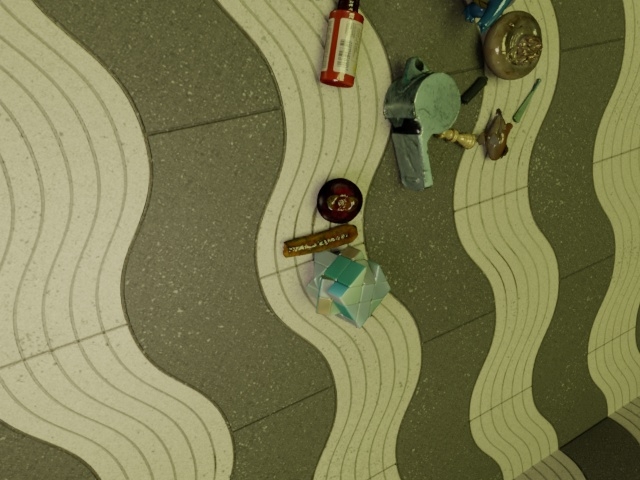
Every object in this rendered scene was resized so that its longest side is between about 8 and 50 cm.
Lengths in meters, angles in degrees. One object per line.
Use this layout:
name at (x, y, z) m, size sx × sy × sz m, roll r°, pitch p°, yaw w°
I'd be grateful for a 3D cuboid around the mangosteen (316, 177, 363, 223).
mangosteen at (0.064, -0.122, 1.470) m, size 0.152 × 0.152 × 0.153 m, roll -7°, pitch 106°, yaw -25°

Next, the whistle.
whistle at (0.309, -0.370, 1.517) m, size 0.188 × 0.168 × 0.405 m, roll 9°, pitch 99°, yaw -29°

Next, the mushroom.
mushroom at (0.676, -0.676, 1.620) m, size 0.226 × 0.178 × 0.227 m, roll -4°, pitch 104°, yaw -16°

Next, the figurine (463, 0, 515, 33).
figurine at (0.550, -0.816, 1.479) m, size 0.416 × 0.243 × 0.298 m, roll -42°, pitch 133°, yaw -58°

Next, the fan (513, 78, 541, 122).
fan at (0.803, -0.544, 1.813) m, size 0.038 × 0.016 × 0.193 m, roll 32°, pitch 89°, yaw -33°

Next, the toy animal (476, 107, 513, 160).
toy animal at (0.670, -0.393, 1.752) m, size 0.179 × 0.089 × 0.188 m, roll -2°, pitch 105°, yaw -44°

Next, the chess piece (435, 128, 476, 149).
chess piece at (0.473, -0.372, 1.668) m, size 0.172 × 0.060 × 0.060 m, roll 9°, pitch 99°, yaw -26°

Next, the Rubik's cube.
Rubik's cube at (0.072, 0.149, 1.520) m, size 0.265 × 0.213 × 0.224 m, roll -48°, pitch 134°, yaw -21°

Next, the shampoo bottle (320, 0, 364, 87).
shampoo bottle at (0.069, -0.599, 1.370) m, size 0.104 × 0.104 × 0.278 m, roll 3°, pitch 102°, yaw -28°

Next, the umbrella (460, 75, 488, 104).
umbrella at (0.551, -0.540, 1.675) m, size 0.133 × 0.031 × 0.036 m, roll -45°, pitch 120°, yaw -11°

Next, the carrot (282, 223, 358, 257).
carrot at (0.000, 0.000, 1.518) m, size 0.260 × 0.070 × 0.070 m, roll -14°, pitch 109°, yaw -21°
